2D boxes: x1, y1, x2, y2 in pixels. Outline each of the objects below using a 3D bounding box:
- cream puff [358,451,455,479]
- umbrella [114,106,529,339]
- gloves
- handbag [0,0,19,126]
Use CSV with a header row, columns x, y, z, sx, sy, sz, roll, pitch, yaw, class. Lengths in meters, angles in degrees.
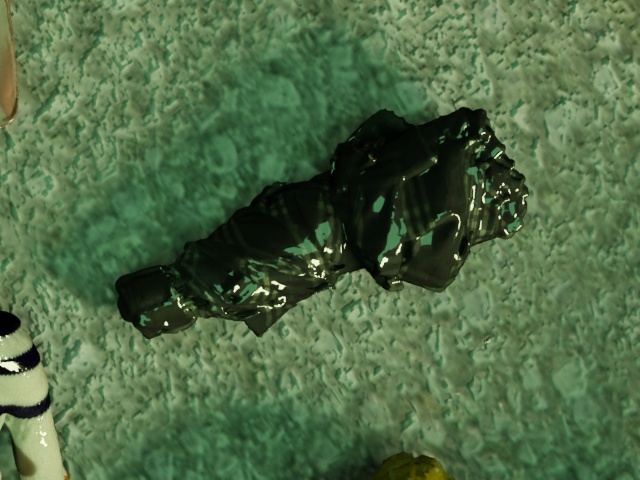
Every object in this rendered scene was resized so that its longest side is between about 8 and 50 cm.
x,y,z,sx,sy,sz,roll,pitch,yaw,class
0.073,0.296,1.372,0.244,0.196,0.244,0,90,-10,cream puff
0.007,0.010,1.389,0.337,0.128,0.154,-34,83,0,umbrella
-0.278,0.170,1.342,0.131,0.140,0.218,7,106,9,gloves
-0.326,-0.185,1.344,0.157,0.059,0.212,-7,95,-10,handbag
